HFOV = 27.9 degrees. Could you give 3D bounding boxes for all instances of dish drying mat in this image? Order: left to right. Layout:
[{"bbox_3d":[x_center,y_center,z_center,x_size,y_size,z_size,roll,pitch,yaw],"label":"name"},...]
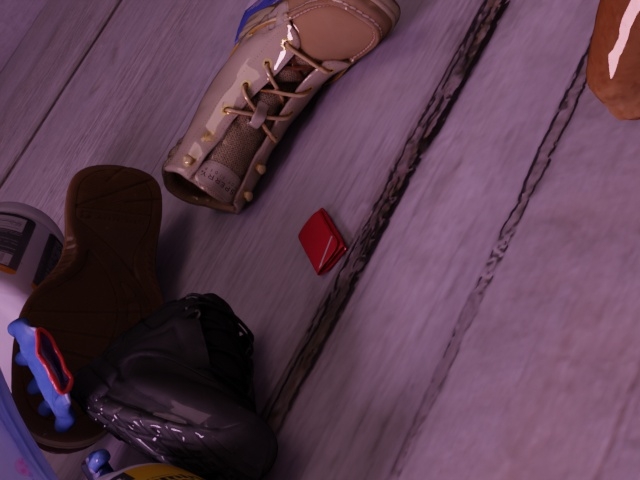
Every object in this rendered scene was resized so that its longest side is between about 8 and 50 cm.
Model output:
[{"bbox_3d":[0.000,0.000,0.989,0.032,0.008,0.083,-51,23,9],"label":"dish drying mat"}]

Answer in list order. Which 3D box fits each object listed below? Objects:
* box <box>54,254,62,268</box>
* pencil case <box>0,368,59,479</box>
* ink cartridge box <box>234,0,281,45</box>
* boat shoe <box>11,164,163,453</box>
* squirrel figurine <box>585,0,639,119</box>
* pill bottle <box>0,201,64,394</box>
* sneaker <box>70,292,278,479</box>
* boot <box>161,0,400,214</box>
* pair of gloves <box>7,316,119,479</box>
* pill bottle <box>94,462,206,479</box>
[{"bbox_3d":[-0.230,0.016,1.336,0.018,0.067,0.083,-24,36,50],"label":"box"},{"bbox_3d":[-0.271,0.160,0.985,0.124,0.113,0.273,-29,66,-4],"label":"pencil case"},{"bbox_3d":[0.019,-0.336,1.360,0.186,0.065,0.311,-30,30,44],"label":"ink cartridge box"},{"bbox_3d":[-0.211,0.076,1.189,0.342,0.123,0.123,-92,14,-49],"label":"boat shoe"},{"bbox_3d":[0.277,-0.314,0.657,0.397,0.281,0.370,-18,29,33],"label":"squirrel figurine"},{"bbox_3d":[-0.346,0.061,1.361,0.162,0.162,0.278,-49,15,11],"label":"pill bottle"},{"bbox_3d":[-0.097,0.097,0.926,0.130,0.109,0.286,-50,24,-13],"label":"sneaker"},{"bbox_3d":[-0.044,-0.126,1.138,0.203,0.095,0.262,-61,22,-17],"label":"boot"},{"bbox_3d":[-0.177,0.144,0.936,0.023,0.198,0.159,-26,-1,-18],"label":"pair of gloves"},{"bbox_3d":[-0.092,0.191,0.774,0.103,0.103,0.184,-60,24,-14],"label":"pill bottle"}]
